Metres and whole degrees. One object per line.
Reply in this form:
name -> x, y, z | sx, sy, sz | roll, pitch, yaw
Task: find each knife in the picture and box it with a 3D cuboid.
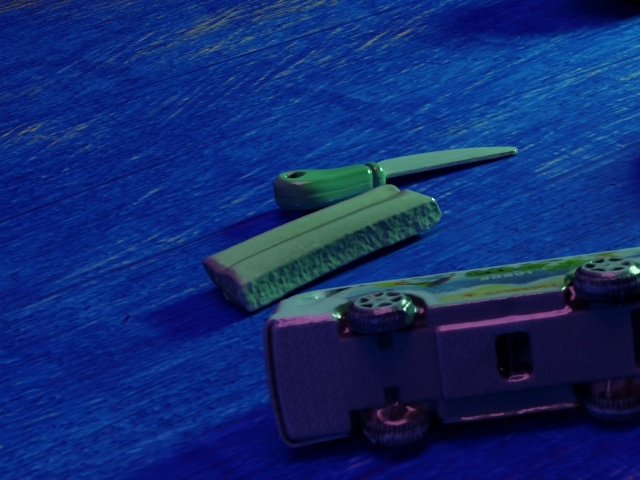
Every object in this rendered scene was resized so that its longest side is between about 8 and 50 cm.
knife -> 0.073, -0.069, 1.502 | 0.260, 0.034, 0.063 | -12, 16, -23

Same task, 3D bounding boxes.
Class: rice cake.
rice cake -> 0.000, 0.001, 1.345 | 0.222, 0.042, 0.080 | -24, 29, -30

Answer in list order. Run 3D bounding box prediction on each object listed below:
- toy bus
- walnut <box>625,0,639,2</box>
toy bus -> 0.128, 0.066, 1.079 | 0.330, 0.109, 0.136 | -7, 14, 3
walnut -> 0.446, -0.409, 1.949 | 0.298, 0.203, 0.203 | -18, 25, -25
